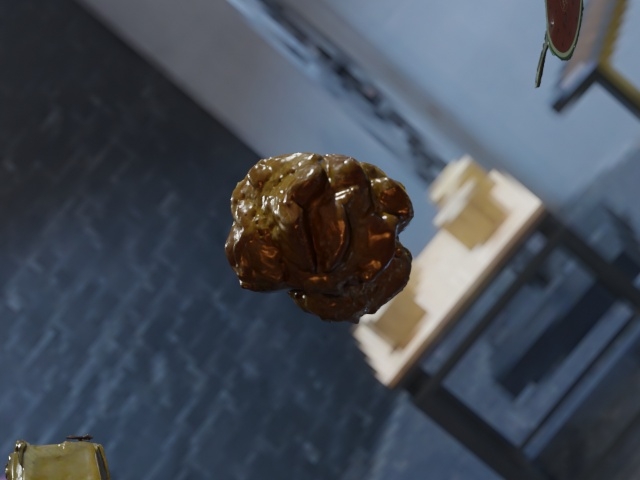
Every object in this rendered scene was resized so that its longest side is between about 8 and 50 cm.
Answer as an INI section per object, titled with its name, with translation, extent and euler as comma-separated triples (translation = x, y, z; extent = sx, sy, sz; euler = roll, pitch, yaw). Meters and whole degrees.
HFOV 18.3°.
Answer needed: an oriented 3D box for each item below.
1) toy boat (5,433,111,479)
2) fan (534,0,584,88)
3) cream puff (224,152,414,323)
[toy boat]
translation = -0.195, 0.274, 1.567
extent = 0.115, 0.089, 0.310
euler = 102, 158, -45
[fan]
translation = 0.151, -0.142, 1.277
extent = 0.133, 0.005, 0.085
euler = 103, 164, -54
[cream puff]
translation = 0.000, 0.000, 1.177
extent = 0.122, 0.116, 0.094
euler = 34, -120, -73
